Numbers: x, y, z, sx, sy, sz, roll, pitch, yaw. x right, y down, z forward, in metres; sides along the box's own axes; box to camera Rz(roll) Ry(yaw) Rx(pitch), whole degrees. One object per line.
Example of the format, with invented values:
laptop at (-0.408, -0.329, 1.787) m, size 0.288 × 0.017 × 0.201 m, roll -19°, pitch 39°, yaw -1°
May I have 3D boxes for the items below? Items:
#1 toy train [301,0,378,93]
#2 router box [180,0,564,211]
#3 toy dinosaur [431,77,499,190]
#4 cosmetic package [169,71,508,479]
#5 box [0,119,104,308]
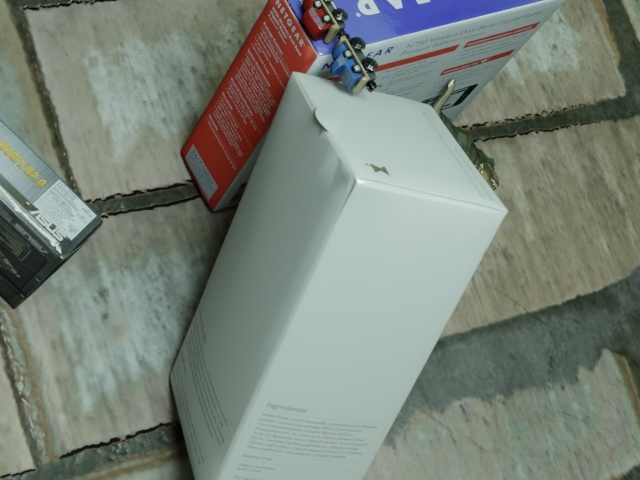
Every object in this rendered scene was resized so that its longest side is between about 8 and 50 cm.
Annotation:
toy train at (0.002, -0.194, 0.987) m, size 0.036 × 0.027 × 0.158 m, roll -23°, pitch 76°, yaw -30°
router box at (0.054, -0.175, 1.204) m, size 0.335 × 0.301 × 0.082 m, roll -20°, pitch 74°, yaw -33°
toy dinosaur at (0.148, -0.088, 1.323) m, size 0.064 × 0.268 × 0.118 m, roll 23°, pitch 82°, yaw 23°
cosmetic package at (-0.003, 0.057, 1.036) m, size 0.155 × 0.365 × 0.197 m, roll 12°, pitch 31°, yaw -25°
box at (-0.321, -0.054, 1.028) m, size 0.231 × 0.183 × 0.056 m, roll 45°, pitch 59°, yaw -8°
